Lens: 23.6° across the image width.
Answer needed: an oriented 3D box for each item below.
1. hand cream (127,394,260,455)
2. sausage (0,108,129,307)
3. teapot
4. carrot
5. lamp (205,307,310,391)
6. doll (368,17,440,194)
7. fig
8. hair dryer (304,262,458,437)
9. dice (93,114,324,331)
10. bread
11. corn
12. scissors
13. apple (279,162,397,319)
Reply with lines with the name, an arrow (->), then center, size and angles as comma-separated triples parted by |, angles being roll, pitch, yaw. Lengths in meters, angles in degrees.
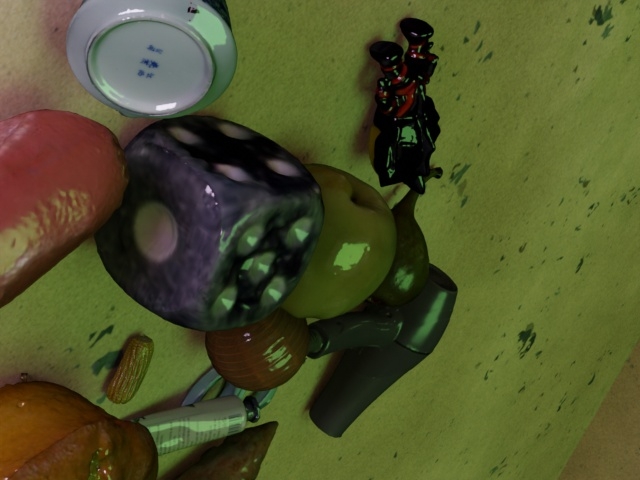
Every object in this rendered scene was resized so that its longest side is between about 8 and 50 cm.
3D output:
hand cream -> -0.187, 0.246, 1.988 | 0.234, 0.050, 0.080 | -12, 132, -31
sausage -> -0.298, -0.027, 1.422 | 0.254, 0.148, 0.148 | -47, 153, -22
teapot -> -0.156, -0.206, 1.448 | 0.159, 0.159, 0.232 | -26, 155, -42
carrot -> -0.152, 0.337, 2.124 | 0.263, 0.102, 0.102 | -43, 151, -24
lamp -> -0.079, 0.124, 1.937 | 0.136, 0.136, 0.136 | -37, 149, -27
doll -> 0.108, -0.163, 1.958 | 0.127, 0.088, 0.249 | -23, 135, -11
fig -> 0.115, -0.017, 2.119 | 0.236, 0.124, 0.124 | -61, 157, -22
hair dryer -> 0.023, 0.162, 2.175 | 0.301, 0.121, 0.361 | -53, 153, 20
dice -> -0.119, -0.020, 1.652 | 0.183, 0.182, 0.181 | -9, 131, -51
bread -> -0.327, 0.263, 1.667 | 0.340, 0.194, 0.179 | -34, 142, -35
corn -> -0.229, 0.157, 1.853 | 0.037, 0.037, 0.092 | -1, 119, -57
scissors -> -0.067, 0.118, 2.055 | 0.191, 0.029, 0.360 | 1, 124, -55
apple -> 0.000, 0.000, 1.863 | 0.200, 0.200, 0.200 | -37, 149, -27
